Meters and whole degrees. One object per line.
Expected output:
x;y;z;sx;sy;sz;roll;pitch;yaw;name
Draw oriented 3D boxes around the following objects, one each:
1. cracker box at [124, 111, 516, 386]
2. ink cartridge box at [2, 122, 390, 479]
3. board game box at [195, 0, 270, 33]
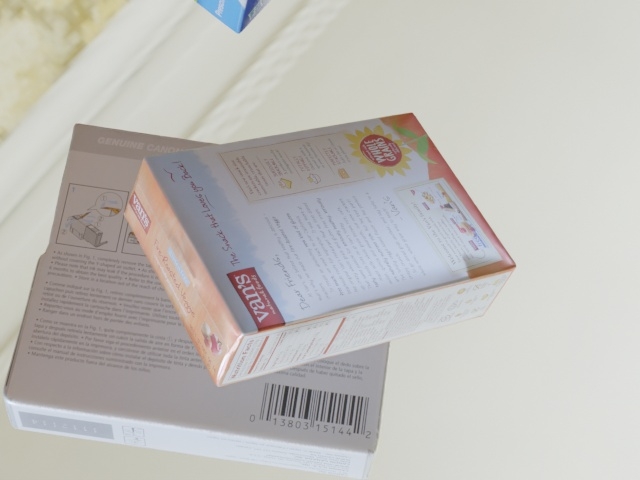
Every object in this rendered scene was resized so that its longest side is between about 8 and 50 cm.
0.000;0.000;1.094;0.232;0.067;0.155;-11;-123;-33;cracker box
-0.086;0.047;1.290;0.296;0.066;0.261;9;-119;1;ink cartridge box
-0.087;-0.266;0.731;0.233;0.347;0.078;38;-110;5;board game box
